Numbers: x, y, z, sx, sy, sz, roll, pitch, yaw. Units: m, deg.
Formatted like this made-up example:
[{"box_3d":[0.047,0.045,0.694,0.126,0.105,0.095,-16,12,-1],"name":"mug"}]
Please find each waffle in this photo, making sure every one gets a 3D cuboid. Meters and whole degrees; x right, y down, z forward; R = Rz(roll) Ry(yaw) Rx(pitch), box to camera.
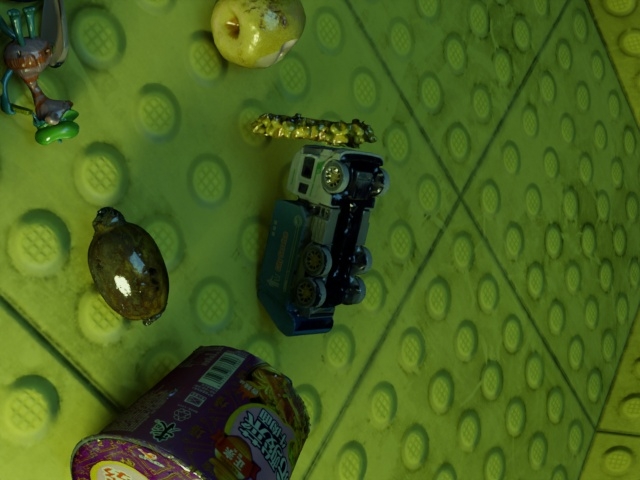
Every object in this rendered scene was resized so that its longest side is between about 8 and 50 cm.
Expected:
[{"box_3d":[-0.016,-0.211,1.598,0.228,0.231,0.051,-1,102,-24],"name":"waffle"}]

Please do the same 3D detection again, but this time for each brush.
[{"box_3d":[-0.404,-0.424,1.327,0.067,0.072,0.313,-1,89,-60],"name":"brush"}]

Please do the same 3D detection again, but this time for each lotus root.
[{"box_3d":[-0.310,0.044,1.355,0.120,0.120,0.209,-39,118,-41],"name":"lotus root"}]

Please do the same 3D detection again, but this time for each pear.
[{"box_3d":[-0.110,-0.399,1.561,0.178,0.178,0.178,4,85,-47],"name":"pear"}]

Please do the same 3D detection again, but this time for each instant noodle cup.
[{"box_3d":[-0.184,0.347,1.356,0.266,0.339,0.340,-52,124,-48],"name":"instant noodle cup"}]

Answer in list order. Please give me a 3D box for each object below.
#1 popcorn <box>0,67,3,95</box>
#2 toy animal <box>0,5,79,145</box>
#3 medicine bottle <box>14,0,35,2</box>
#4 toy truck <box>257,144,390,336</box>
[{"box_3d":[-0.530,-0.198,1.044,0.237,0.293,0.293,8,82,-44],"name":"popcorn"},{"box_3d":[-0.438,-0.243,1.266,0.103,0.100,0.208,-23,115,-22],"name":"toy animal"},{"box_3d":[-0.454,-0.495,1.255,0.079,0.124,0.258,-10,83,-39],"name":"medicine bottle"},{"box_3d":[0.000,0.000,1.594,0.146,0.175,0.367,2,106,-48],"name":"toy truck"}]
